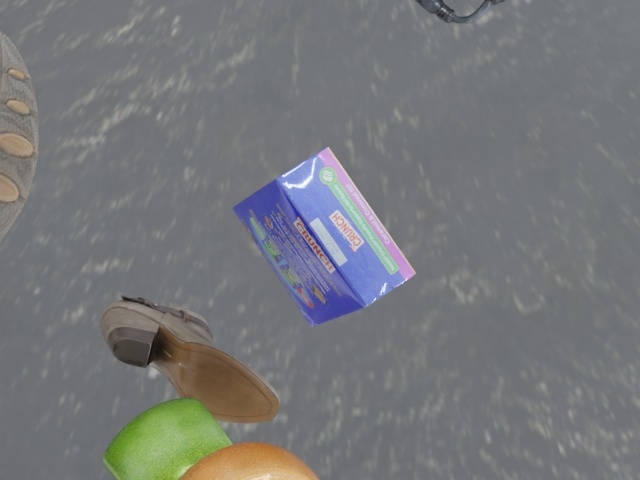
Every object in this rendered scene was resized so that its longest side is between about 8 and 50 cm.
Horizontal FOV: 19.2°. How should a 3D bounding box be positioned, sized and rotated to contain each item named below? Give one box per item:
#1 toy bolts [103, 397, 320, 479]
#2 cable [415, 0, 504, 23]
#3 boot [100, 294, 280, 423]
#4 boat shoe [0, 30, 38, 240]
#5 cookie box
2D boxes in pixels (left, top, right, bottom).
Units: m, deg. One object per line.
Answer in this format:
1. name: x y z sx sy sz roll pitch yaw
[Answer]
1. toy bolts: -0.061 0.237 1.006 0.218 0.158 0.228 -37 119 -15
2. cable: 0.069 -0.228 1.110 0.184 0.047 0.150 44 86 0
3. boot: -0.077 0.066 1.139 0.118 0.087 0.042 25 103 -3
4. boat shoe: -0.252 0.009 1.080 0.123 0.324 0.116 29 143 -24
5. cookie box: 0.000 0.000 1.119 0.040 0.107 0.092 -35 93 -18
